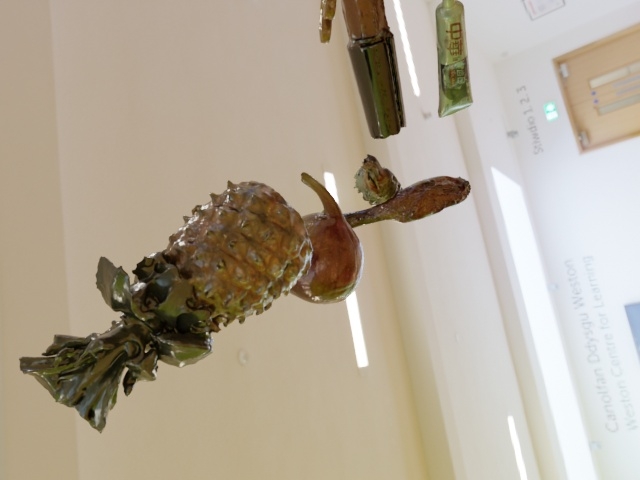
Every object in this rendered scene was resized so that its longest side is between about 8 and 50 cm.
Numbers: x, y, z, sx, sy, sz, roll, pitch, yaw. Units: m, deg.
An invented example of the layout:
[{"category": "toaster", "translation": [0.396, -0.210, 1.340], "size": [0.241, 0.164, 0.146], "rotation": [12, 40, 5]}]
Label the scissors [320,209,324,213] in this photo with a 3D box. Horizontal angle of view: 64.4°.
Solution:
[{"category": "scissors", "translation": [-0.036, -0.009, 1.389], "size": [0.204, 0.027, 0.101], "rotation": [-37, -34, -23]}]

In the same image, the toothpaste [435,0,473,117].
[{"category": "toothpaste", "translation": [0.198, -0.272, 0.763], "size": [0.233, 0.060, 0.038], "rotation": [61, -166, -57]}]

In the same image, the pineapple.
[{"category": "pineapple", "translation": [-0.155, 0.057, 0.545], "size": [0.310, 0.141, 0.170], "rotation": [-39, -44, -21]}]

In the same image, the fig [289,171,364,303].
[{"category": "fig", "translation": [0.005, 0.006, 0.913], "size": [0.175, 0.175, 0.207], "rotation": [3, -66, -56]}]

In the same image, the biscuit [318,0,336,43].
[{"category": "biscuit", "translation": [0.024, -0.678, 1.343], "size": [0.044, 0.186, 0.295], "rotation": [8, -112, -7]}]

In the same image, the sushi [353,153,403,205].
[{"category": "sushi", "translation": [0.163, -0.143, 1.418], "size": [0.226, 0.103, 0.097], "rotation": [38, -127, -41]}]

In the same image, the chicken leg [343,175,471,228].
[{"category": "chicken leg", "translation": [0.234, -0.103, 1.374], "size": [0.407, 0.158, 0.096], "rotation": [-19, -79, -14]}]

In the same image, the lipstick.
[{"category": "lipstick", "translation": [0.064, -0.357, 0.767], "size": [0.077, 0.077, 0.418], "rotation": [-59, -40, -49]}]
